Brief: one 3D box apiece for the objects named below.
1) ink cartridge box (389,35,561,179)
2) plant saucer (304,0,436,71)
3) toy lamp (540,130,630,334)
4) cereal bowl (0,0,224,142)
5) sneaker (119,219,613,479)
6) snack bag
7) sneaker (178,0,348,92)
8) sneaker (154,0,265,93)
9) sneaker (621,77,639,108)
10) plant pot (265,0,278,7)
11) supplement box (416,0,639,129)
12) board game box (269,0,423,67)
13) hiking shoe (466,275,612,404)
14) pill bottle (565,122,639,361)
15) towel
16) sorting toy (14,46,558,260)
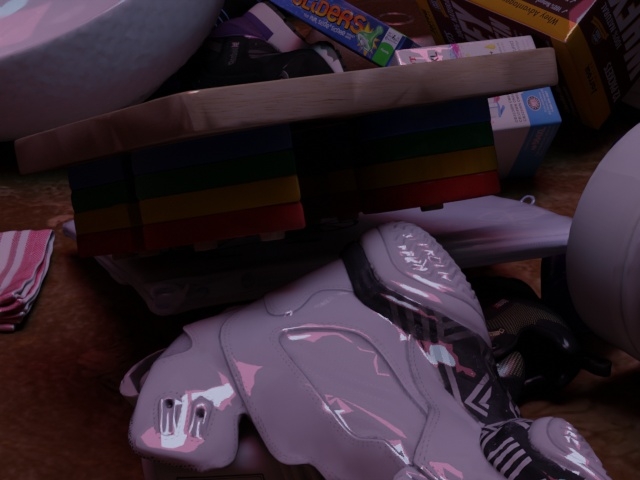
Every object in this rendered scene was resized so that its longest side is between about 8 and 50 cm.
[{"bbox_3d":[0.114,-0.106,1.437,0.143,0.090,0.092,-8,64,-15],"label":"ink cartridge box"},{"bbox_3d":[0.078,-0.219,1.786,0.198,0.036,0.198,0,25,0],"label":"plant saucer"},{"bbox_3d":[0.223,-0.007,1.279,0.080,0.080,0.274,9,27,20],"label":"toy lamp"},{"bbox_3d":[-0.233,-0.199,1.570,0.339,0.141,0.339,-17,34,12],"label":"cereal bowl"},{"bbox_3d":[0.025,0.145,0.900,0.210,0.137,0.366,-20,41,-9],"label":"sneaker"},{"bbox_3d":[0.000,0.000,1.226,0.323,0.037,0.342,-7,10,-17],"label":"snack bag"},{"bbox_3d":[-0.053,-0.126,1.546,0.124,0.107,0.283,-24,27,-13],"label":"sneaker"},{"bbox_3d":[-0.136,-0.218,1.723,0.081,0.090,0.232,14,28,28],"label":"sneaker"},{"bbox_3d":[0.393,-0.187,1.572,0.305,0.152,0.114,5,27,16],"label":"sneaker"},{"bbox_3d":[-0.121,-0.342,1.891,0.230,0.215,0.215,13,25,-3],"label":"plant pot"},{"bbox_3d":[0.218,-0.240,1.535,0.191,0.129,0.194,30,73,36],"label":"supplement box"},{"bbox_3d":[0.051,-0.180,1.550,0.136,0.035,0.201,32,6,22],"label":"board game box"},{"bbox_3d":[0.074,0.078,1.086,0.227,0.086,0.114,-14,25,-28],"label":"hiking shoe"},{"bbox_3d":[0.326,0.052,0.997,0.204,0.204,0.361,-17,29,-31],"label":"pill bottle"},{"bbox_3d":[-0.307,0.025,1.279,0.197,0.029,0.144,0,24,1],"label":"towel"},{"bbox_3d":[-0.022,-0.048,1.064,0.257,0.089,0.255,-10,2,-31],"label":"sorting toy"}]
